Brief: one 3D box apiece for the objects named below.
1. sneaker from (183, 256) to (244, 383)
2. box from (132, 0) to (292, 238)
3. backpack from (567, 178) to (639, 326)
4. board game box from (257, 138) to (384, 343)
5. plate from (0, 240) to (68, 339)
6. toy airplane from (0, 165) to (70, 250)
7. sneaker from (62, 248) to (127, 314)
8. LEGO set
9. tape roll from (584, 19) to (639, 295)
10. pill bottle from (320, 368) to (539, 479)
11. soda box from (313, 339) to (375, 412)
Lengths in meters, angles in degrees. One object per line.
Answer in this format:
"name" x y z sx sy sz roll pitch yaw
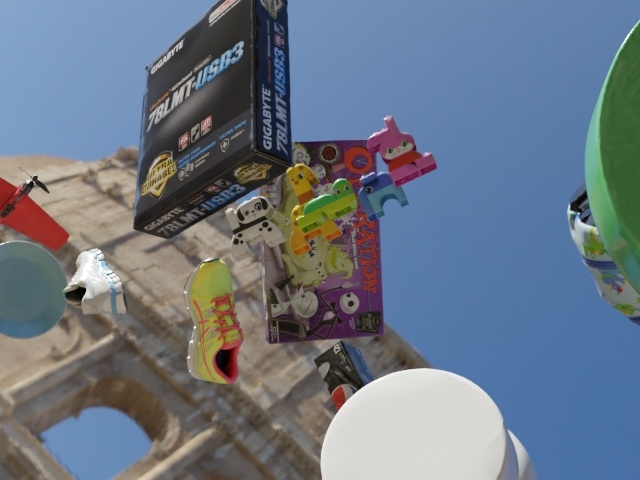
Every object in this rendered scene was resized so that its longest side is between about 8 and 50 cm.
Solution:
"sneaker" -0.152 0.127 1.338 0.094 0.082 0.208 18 -64 44
"box" -0.157 -0.185 1.232 0.296 0.073 0.293 -25 -122 43
"backpack" 0.470 -0.041 0.995 0.356 0.290 0.273 -12 -66 12
"board game box" 0.000 0.000 1.508 0.208 0.056 0.346 -4 -87 -13
"plate" -0.567 0.094 1.636 0.024 0.188 0.188 -18 -84 46
"toy airplane" -0.365 -0.023 0.969 0.151 0.028 0.151 -2 -62 -3
"sneaker" -0.376 0.067 1.389 0.191 0.083 0.071 32 -51 56
"LEGO set" 0.005 -0.057 0.929 0.227 0.087 0.093 -25 -111 5
"tape roll" 0.369 -0.065 0.652 0.322 0.077 0.321 -2 -106 8
"pill bottle" 0.105 0.235 0.706 0.161 0.161 0.283 6 -38 28
"soda box" 0.055 0.225 1.210 0.053 0.060 0.168 -38 -126 13
